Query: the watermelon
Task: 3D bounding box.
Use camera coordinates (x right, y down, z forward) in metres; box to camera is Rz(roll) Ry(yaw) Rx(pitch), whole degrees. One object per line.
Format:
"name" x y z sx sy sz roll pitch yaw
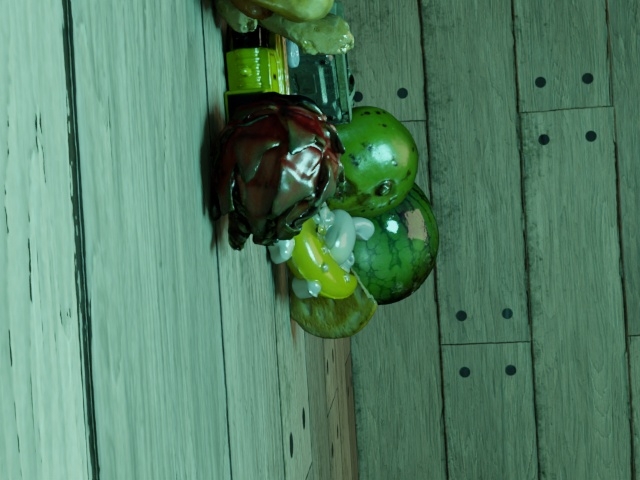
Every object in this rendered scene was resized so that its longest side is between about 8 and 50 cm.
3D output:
"watermelon" 0.125 -0.016 1.836 0.363 0.363 0.364 -3 90 -84

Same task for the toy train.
"toy train" -0.087 -0.224 1.044 0.127 0.089 0.220 -29 116 -73

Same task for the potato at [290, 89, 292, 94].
"potato" -0.065 -0.186 1.261 0.105 0.085 0.188 -86 166 -67

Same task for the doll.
"doll" 0.000 0.000 1.355 0.237 0.111 0.252 42 41 -27

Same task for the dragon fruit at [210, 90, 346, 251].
"dragon fruit" -0.052 -0.091 0.910 0.182 0.182 0.189 76 -6 -62

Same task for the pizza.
"pizza" -0.001 0.079 1.480 0.034 0.181 0.262 8 54 -61

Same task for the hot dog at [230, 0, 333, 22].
"hot dog" -0.079 -0.381 0.876 0.150 0.153 0.257 -49 128 -76

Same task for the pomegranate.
"pomegranate" 0.062 -0.175 1.531 0.302 0.236 0.236 36 -37 46

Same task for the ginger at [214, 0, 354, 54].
"ginger" -0.049 -0.319 0.991 0.059 0.214 0.133 106 2 -52

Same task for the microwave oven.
"microwave oven" -0.021 -0.318 1.369 0.205 0.163 0.129 78 9 -53
